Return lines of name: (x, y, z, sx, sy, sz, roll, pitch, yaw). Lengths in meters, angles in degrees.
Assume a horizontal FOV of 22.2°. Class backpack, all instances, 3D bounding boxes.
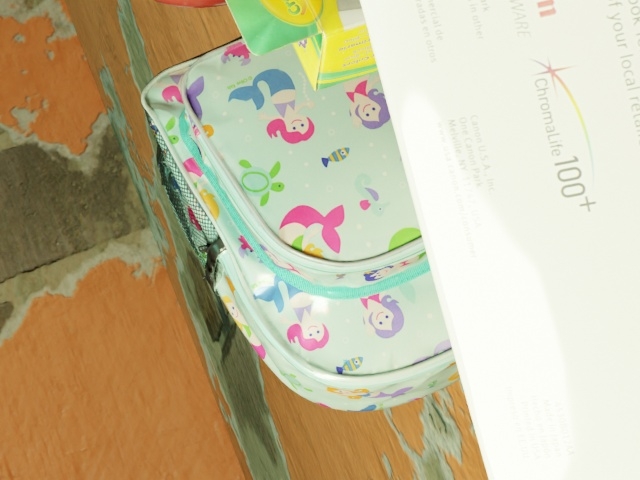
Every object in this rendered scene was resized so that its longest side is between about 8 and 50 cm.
backpack: (0.029, -0.028, 1.026, 0.191, 0.225, 0.253, 104, 141, -76)

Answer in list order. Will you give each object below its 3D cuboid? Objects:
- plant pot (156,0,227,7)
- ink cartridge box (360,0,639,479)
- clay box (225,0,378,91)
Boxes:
plant pot: (-0.085, -0.277, 1.207, 0.191, 0.191, 0.174, -129, 21, -55)
ink cartridge box: (0.156, -0.092, 0.508, 0.130, 0.272, 0.309, -56, -47, -67)
clay box: (0.048, -0.154, 0.757, 0.053, 0.222, 0.127, 98, 150, -64)
